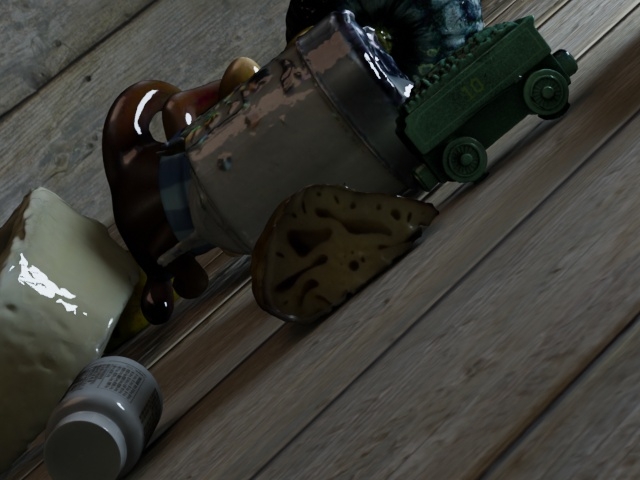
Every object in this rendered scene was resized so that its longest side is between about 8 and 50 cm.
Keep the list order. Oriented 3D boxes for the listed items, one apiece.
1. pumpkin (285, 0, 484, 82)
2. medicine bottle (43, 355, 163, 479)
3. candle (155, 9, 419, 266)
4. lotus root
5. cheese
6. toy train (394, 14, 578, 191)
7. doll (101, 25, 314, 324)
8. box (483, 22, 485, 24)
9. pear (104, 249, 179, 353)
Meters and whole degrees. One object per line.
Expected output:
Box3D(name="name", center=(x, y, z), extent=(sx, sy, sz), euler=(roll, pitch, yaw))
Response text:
Box3D(name="pumpkin", center=(0.071, -0.242, 2.109), extent=(0.233, 0.233, 0.163), euler=(-34, 10, 22))
Box3D(name="medicine bottle", center=(-0.176, 0.150, 1.483), extent=(0.079, 0.079, 0.140), euler=(-36, 9, 13))
Box3D(name="candle", center=(-0.039, -0.065, 1.752), extent=(0.330, 0.187, 0.187), euler=(-37, 8, 13))
Box3D(name="lotus root", center=(0.000, 0.003, 1.524), extent=(0.159, 0.095, 0.135), euler=(-34, 3, -20))
Box3D(name="cheese", center=(-0.333, 0.097, 2.000), extent=(0.292, 0.153, 0.332), euler=(-44, 17, 31))
Box3D(name="toy train", center=(0.136, -0.117, 1.568), extent=(0.172, 0.099, 0.070), euler=(-39, 7, -4))
Box3D(name="doll", center=(-0.097, -0.074, 2.038), extent=(0.209, 0.318, 0.339), euler=(12, -16, -33))
Box3D(name="box", center=(0.184, -0.277, 2.538), extent=(0.083, 0.024, 0.053), euler=(-42, 9, -38))
Box3D(name="pear", center=(-0.246, 0.063, 2.213), extent=(0.141, 0.104, 0.141), euler=(-38, 12, 9))
